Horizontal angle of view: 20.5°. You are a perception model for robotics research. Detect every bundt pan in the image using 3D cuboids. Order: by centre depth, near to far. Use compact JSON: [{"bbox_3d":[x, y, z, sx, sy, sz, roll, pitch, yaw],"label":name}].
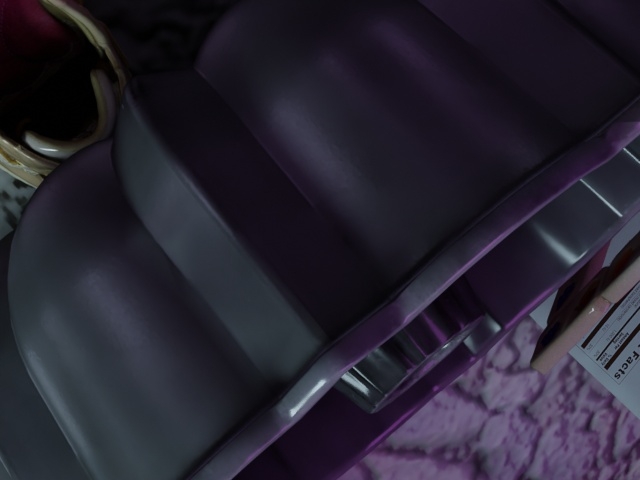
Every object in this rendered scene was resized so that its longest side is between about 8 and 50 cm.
[{"bbox_3d":[0.000,0.000,0.639,0.331,0.124,0.331,-39,171,-8],"label":"bundt pan"}]

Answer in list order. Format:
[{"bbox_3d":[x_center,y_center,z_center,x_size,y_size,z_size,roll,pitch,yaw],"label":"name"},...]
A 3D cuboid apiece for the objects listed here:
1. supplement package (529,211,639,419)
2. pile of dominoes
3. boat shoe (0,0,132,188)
[{"bbox_3d":[0.262,0.065,0.990,0.149,0.203,0.194,-51,147,9],"label":"supplement package"},{"bbox_3d":[0.171,-0.078,0.794,0.251,0.040,0.196,-53,-174,42],"label":"pile of dominoes"},{"bbox_3d":[-0.094,-0.049,0.604,0.063,0.059,0.170,-45,149,-3],"label":"boat shoe"}]
